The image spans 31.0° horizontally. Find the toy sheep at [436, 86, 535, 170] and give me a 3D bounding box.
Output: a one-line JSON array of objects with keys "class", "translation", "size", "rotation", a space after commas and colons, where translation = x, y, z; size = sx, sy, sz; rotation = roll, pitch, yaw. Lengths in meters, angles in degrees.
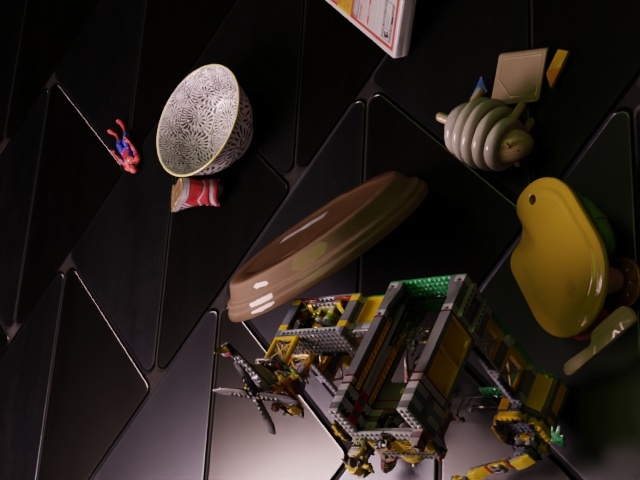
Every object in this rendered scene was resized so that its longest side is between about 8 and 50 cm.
[{"class": "toy sheep", "translation": [0.187, -0.124, 1.318], "size": [0.132, 0.091, 0.091], "rotation": [26, 91, 42]}]

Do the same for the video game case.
[{"class": "video game case", "translation": [0.047, -0.395, 1.529], "size": [0.285, 0.025, 0.204], "rotation": [49, 143, 43]}]

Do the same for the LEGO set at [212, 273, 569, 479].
[{"class": "LEGO set", "translation": [0.068, 0.179, 1.169], "size": [0.331, 0.255, 0.192], "rotation": [-1, 46, 36]}]

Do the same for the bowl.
[{"class": "bowl", "translation": [-0.150, -0.160, 1.655], "size": [0.170, 0.080, 0.170], "rotation": [-18, 62, 37]}]

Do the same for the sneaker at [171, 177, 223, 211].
[{"class": "sneaker", "translation": [-0.180, -0.065, 1.677], "size": [0.118, 0.067, 0.042], "rotation": [153, 116, -72]}]

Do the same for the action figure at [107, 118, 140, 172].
[{"class": "action figure", "translation": [-0.313, -0.146, 1.844], "size": [0.038, 0.030, 0.115], "rotation": [-43, 50, 15]}]

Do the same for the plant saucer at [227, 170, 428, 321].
[{"class": "plant saucer", "translation": [0.000, 0.000, 1.344], "size": [0.278, 0.041, 0.278], "rotation": [-34, 8, 5]}]

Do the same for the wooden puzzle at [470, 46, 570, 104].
[{"class": "wooden puzzle", "translation": [0.235, -0.191, 1.352], "size": [0.116, 0.014, 0.078], "rotation": [10, 75, 45]}]

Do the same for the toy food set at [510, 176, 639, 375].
[{"class": "toy food set", "translation": [0.272, 0.033, 1.190], "size": [0.128, 0.071, 0.218], "rotation": [-61, 36, 41]}]
